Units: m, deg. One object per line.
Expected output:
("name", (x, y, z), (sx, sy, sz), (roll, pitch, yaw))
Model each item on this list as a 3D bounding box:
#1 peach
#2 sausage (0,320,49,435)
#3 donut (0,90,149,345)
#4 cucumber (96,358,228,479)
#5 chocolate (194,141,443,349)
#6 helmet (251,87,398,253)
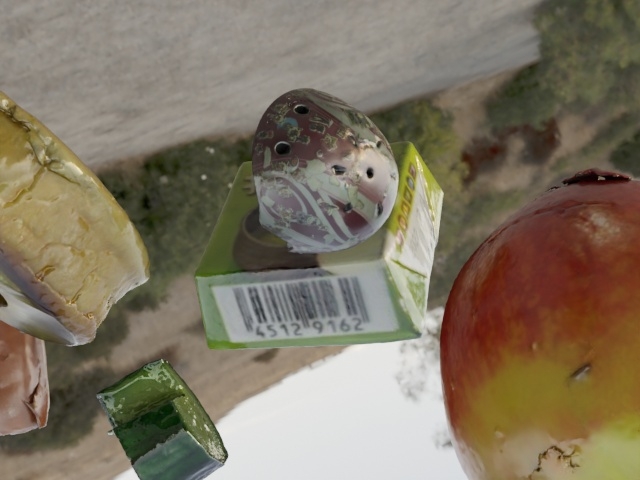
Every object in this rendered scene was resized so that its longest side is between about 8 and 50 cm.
("peach", (0.283, 0.115, 0.884), (0.370, 0.370, 0.370), (-24, -179, 0))
("sausage", (-0.408, 0.039, 1.258), (0.094, 0.419, 0.094), (-4, 170, -15))
("donut", (-0.331, -0.026, 0.958), (0.160, 0.330, 0.330), (-50, -169, -21))
("cucumber", (-0.222, 0.280, 1.360), (0.130, 0.191, 0.191), (-35, -178, -5))
("chocolate", (0.000, 0.000, 1.316), (0.300, 0.137, 0.289), (-5, -141, 18))
("helmet", (0.017, -0.061, 0.961), (0.107, 0.153, 0.177), (16, 160, 29))
